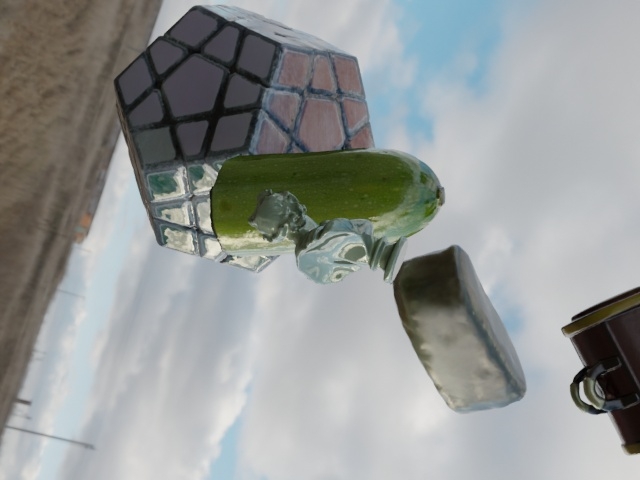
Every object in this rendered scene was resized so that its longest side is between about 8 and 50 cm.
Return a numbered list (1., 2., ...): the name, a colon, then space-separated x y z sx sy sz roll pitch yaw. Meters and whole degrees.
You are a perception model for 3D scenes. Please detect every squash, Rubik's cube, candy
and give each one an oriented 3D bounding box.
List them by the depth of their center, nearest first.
1. squash: 0.012 -0.032 0.619 0.095 0.187 0.095 -1 90 -72
2. Rubik's cube: -0.090 -0.122 0.871 0.319 0.318 0.264 -111 -142 -63
3. candy: 0.178 0.118 0.952 0.104 0.234 0.102 -21 -150 23

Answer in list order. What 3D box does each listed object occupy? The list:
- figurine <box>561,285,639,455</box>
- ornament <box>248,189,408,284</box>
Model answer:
1. figurine: 0.257 0.125 0.609 0.154 0.098 0.082 68 -24 15
2. ornament: 0.003 0.001 0.437 0.068 0.092 0.041 -36 -155 60
